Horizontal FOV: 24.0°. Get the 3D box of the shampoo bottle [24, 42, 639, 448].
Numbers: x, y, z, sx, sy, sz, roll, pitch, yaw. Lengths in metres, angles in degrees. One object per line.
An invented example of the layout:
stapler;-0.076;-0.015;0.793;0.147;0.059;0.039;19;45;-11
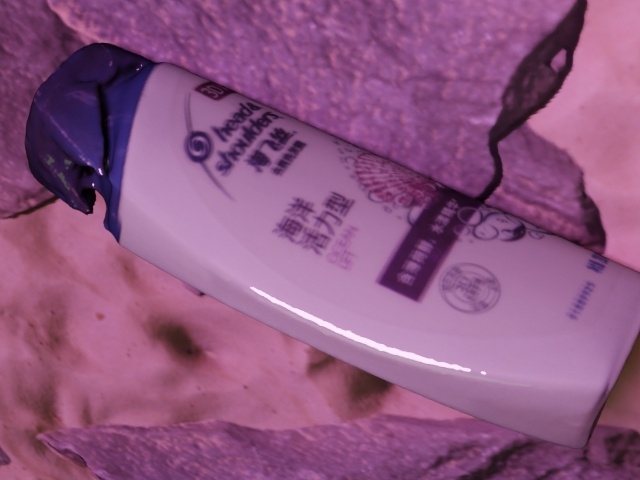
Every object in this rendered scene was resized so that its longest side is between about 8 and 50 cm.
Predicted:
shampoo bottle;0.000;0.000;0.842;0.359;0.134;0.078;25;136;11
